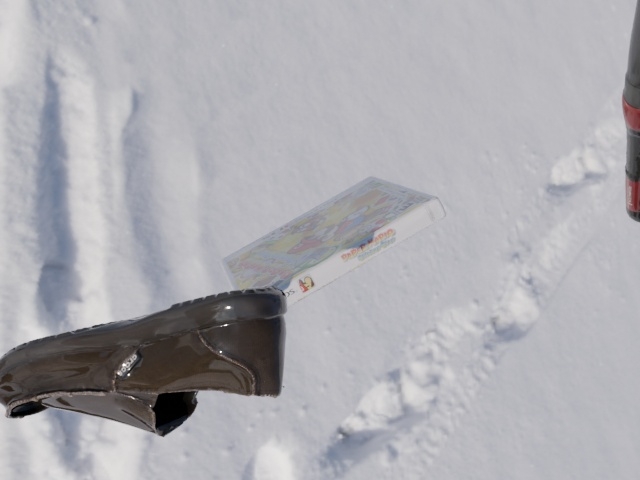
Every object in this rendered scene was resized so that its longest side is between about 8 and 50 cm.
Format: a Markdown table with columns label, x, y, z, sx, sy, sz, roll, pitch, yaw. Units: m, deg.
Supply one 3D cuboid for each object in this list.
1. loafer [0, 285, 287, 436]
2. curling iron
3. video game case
| label | x | y | z | sx | sy | sz | roll | pitch | yaw |
| --- | --- | --- | --- | --- | --- | --- | --- | --- | --- |
| loafer | -0.118 | 0.089 | 0.507 | 0.080 | 0.220 | 0.078 | 1 | 74 | -66 |
| curling iron | 0.222 | -0.093 | 0.509 | 0.035 | 0.068 | 0.274 | -65 | 145 | -36 |
| video game case | 0.000 | 0.000 | 0.828 | 0.206 | 0.227 | 0.026 | -30 | 105 | -6 |
